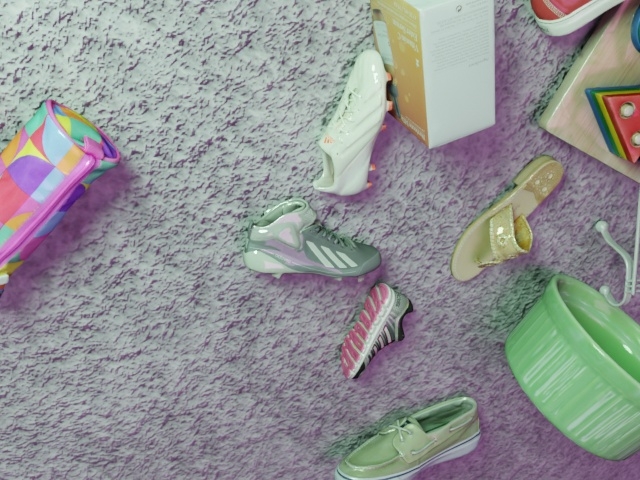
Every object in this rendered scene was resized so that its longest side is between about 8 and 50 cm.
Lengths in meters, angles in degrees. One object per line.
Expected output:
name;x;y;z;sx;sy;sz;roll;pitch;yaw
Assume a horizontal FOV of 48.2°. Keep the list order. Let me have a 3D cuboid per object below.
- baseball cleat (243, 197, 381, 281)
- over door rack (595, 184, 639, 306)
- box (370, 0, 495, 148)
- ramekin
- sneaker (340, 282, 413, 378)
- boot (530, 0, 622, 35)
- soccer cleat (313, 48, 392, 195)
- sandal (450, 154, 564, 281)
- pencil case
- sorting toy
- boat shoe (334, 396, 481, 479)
baseball cleat;0.000;0.000;0.958;0.206;0.072;0.109;-2;117;-29
over door rack;0.594;-0.055;1.200;0.240;0.108;0.324;-2;109;-24
box;0.129;-0.217;0.829;0.091;0.130;0.170;-21;129;-12
ramekin;0.454;0.213;1.189;0.303;0.303;0.148;21;119;-35
sneaker;0.090;0.148;1.109;0.075;0.063;0.170;15;110;-27
boot;0.349;-0.383;0.853;0.244;0.088;0.176;-33;129;3
soccer cleat;0.037;-0.138;0.884;0.076;0.068;0.196;-5;127;-19
sandal;0.293;-0.015;1.084;0.088;0.079;0.240;25;109;-36
pencil case;-0.320;-0.035;0.759;0.236;0.104;0.104;-48;129;10
sorting toy;0.482;-0.207;0.984;0.255;0.089;0.257;23;106;-20
boat shoe;0.156;0.358;1.279;0.302;0.109;0.094;-15;113;-28
